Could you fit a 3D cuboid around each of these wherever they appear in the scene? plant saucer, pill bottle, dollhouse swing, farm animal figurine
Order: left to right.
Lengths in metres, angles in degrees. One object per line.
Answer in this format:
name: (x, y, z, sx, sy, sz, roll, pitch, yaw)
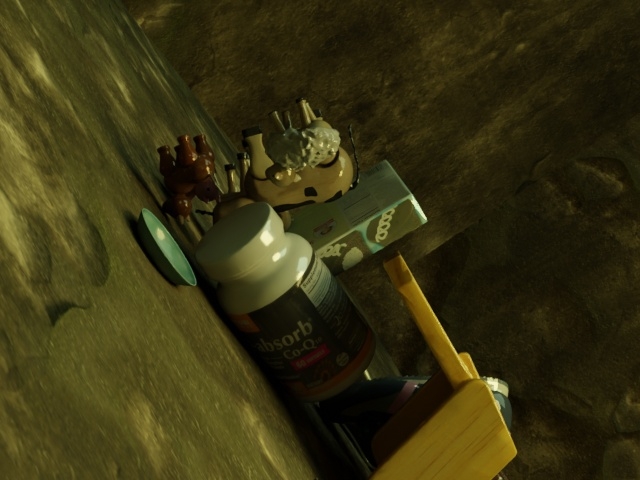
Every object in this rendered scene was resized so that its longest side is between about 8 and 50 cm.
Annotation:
plant saucer: (-0.201, 0.014, 1.529, 0.119, 0.021, 0.119, 56, 4, -6)
farm animal figurine: (-0.090, -0.078, 1.848, 0.330, 0.327, 0.172, 9, 63, -76)
pill bottle: (-0.052, 0.089, 1.734, 0.278, 0.162, 0.162, 54, 4, -26)
dollhouse swing: (0.106, 0.231, 1.747, 0.305, 0.315, 0.347, 45, 4, 1)

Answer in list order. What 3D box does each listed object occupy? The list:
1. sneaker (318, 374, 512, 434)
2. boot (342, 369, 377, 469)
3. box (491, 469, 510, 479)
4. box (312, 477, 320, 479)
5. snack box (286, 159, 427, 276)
sneaker: (0.158, 0.296, 1.956, 0.112, 0.319, 0.131, 90, -3, -61)
boot: (0.064, 0.285, 2.159, 0.244, 0.088, 0.176, 64, 3, -5)
box: (0.262, 0.488, 2.141, 0.143, 0.191, 0.381, 58, 3, 36)
box: (0.036, 0.376, 1.163, 0.216, 0.060, 0.270, 56, 4, -10)
snack box: (0.000, 0.000, 1.909, 0.060, 0.322, 0.187, 58, 3, -23)
